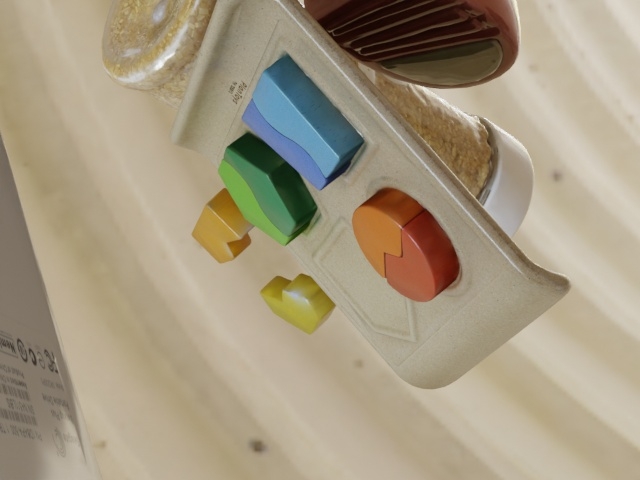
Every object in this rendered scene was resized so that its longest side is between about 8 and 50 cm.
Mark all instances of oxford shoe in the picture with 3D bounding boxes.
[{"bbox_3d":[-0.019,-0.214,0.794,0.348,0.123,0.130,35,-124,-39],"label":"oxford shoe"}]

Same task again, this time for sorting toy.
[{"bbox_3d":[0.000,0.000,0.876,0.229,0.307,0.041,45,-113,4],"label":"sorting toy"}]

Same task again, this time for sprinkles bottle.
[{"bbox_3d":[0.008,-0.095,1.141,0.355,0.121,0.121,28,-118,-37],"label":"sprinkles bottle"}]

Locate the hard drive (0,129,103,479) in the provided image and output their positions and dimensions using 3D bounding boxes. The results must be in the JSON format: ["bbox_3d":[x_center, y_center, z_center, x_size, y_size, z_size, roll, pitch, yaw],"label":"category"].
[{"bbox_3d":[-0.141,-0.020,0.499,0.210,0.040,0.318,63,-172,-77],"label":"hard drive"}]
